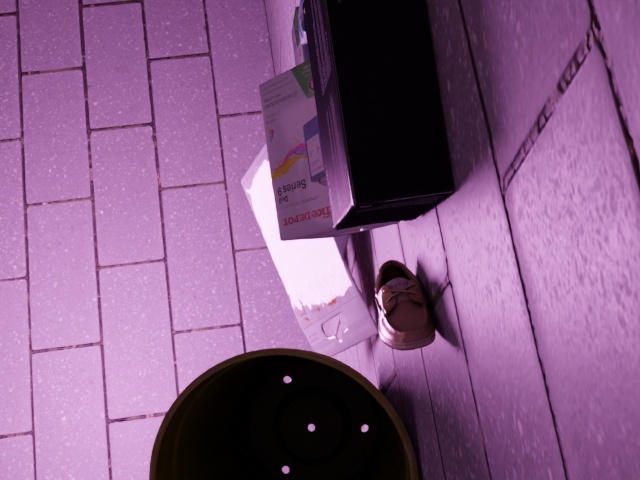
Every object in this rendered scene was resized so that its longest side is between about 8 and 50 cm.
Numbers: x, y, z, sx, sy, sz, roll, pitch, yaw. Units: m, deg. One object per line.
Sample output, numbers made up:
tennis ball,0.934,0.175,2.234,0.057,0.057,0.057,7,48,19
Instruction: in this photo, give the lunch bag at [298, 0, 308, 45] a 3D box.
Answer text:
lunch bag,0.017,-0.327,1.169,0.129,0.096,0.151,-118,35,-82

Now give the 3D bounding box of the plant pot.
plant pot,-0.032,0.320,1.396,0.353,0.366,0.366,-18,-79,-83

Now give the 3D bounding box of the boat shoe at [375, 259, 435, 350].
boat shoe,0.089,0.069,1.032,0.170,0.063,0.059,-110,8,-71

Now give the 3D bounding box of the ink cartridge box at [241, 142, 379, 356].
ink cartridge box,0.000,0.000,1.605,0.385,0.091,0.308,66,156,8

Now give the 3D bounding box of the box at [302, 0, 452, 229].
box,0.051,-0.155,0.937,0.184,0.103,0.261,140,123,-80

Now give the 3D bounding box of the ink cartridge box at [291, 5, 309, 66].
ink cartridge box,0.015,-0.221,1.318,0.153,0.087,0.208,163,99,-85

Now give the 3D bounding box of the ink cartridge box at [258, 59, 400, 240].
ink cartridge box,0.012,-0.113,1.149,0.154,0.093,0.212,-12,86,52
